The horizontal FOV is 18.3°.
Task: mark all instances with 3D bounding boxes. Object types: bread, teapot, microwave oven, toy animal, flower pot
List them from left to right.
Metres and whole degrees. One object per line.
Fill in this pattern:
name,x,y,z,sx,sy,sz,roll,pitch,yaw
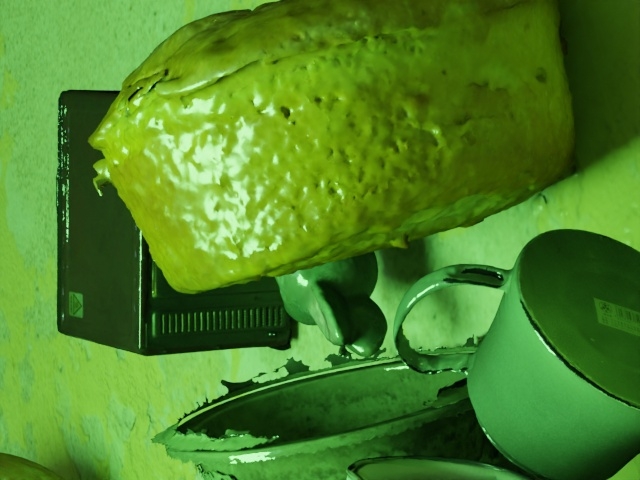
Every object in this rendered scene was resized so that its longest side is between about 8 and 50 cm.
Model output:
microwave oven,-0.135,-0.023,1.835,0.188,0.178,0.247,7,98,57
toy animal,-0.003,0.001,1.633,0.125,0.127,0.251,93,175,-53
bread,0.022,-0.087,1.447,0.337,0.358,0.204,-8,99,57
flower pot,0.041,0.227,1.524,0.290,0.290,0.259,-4,102,58
teapot,0.162,0.094,1.361,0.149,0.239,0.162,-57,9,39

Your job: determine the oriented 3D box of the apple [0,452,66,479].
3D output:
apple,-0.376,0.422,2.075,0.333,0.400,0.400,42,139,-1

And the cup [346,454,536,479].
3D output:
cup,0.072,0.293,1.329,0.196,0.196,0.280,15,102,57
